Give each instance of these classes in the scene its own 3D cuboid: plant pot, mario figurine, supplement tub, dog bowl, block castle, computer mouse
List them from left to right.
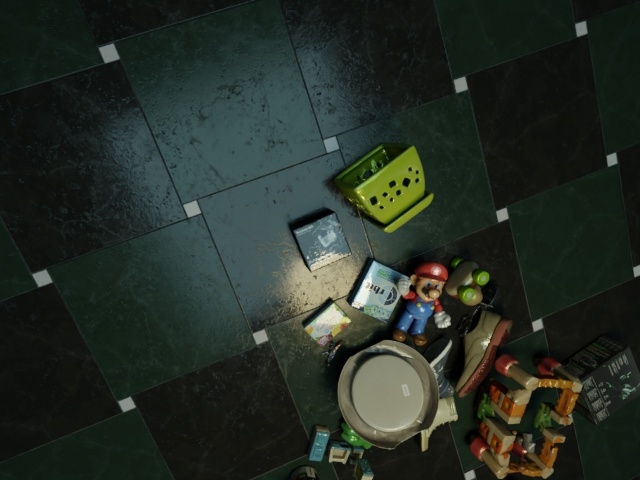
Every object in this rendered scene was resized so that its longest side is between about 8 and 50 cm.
[{"bbox_3d":[-0.047,0.934,1.462,0.117,0.190,0.117,-2,101,-11],"label":"supplement tub"},{"bbox_3d":[0.208,-0.164,1.291,0.227,0.228,0.207,-37,113,-3],"label":"plant pot"},{"bbox_3d":[0.231,0.534,1.414,0.348,0.102,0.349,1,70,-2],"label":"dog bowl"},{"bbox_3d":[0.358,0.225,1.404,0.198,0.170,0.321,-5,117,-43],"label":"mario figurine"},{"bbox_3d":[0.606,0.270,1.531,0.041,0.071,0.242,35,94,-25],"label":"computer mouse"},{"bbox_3d":[0.779,0.675,1.574,0.303,0.213,0.453,9,101,-17],"label":"block castle"}]

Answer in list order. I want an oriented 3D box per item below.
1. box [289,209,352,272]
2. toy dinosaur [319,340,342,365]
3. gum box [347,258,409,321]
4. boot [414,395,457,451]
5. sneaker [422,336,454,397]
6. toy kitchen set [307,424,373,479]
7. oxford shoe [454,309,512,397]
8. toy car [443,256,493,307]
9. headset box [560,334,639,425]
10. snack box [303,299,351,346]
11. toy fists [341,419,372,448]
[{"bbox_3d":[0.000,0.000,1.343,0.156,0.093,0.158,-24,103,-6],"label":"box"},{"bbox_3d":[0.045,0.417,1.461,0.090,0.047,0.082,-9,121,-20],"label":"toy dinosaur"},{"bbox_3d":[0.209,0.180,1.446,0.157,0.041,0.184,26,95,-15],"label":"gum box"},{"bbox_3d":[0.454,0.718,1.582,0.165,0.077,0.213,-5,99,-12],"label":"boot"},{"bbox_3d":[0.463,0.491,1.532,0.163,0.086,0.226,36,94,-13],"label":"sneaker"},{"bbox_3d":[0.076,0.791,1.472,0.207,0.166,0.122,13,98,-14],"label":"toy kitchen set"},{"bbox_3d":[0.595,0.430,1.538,0.348,0.130,0.123,-59,142,-2],"label":"oxford shoe"},{"bbox_3d":[0.553,0.177,1.465,0.188,0.155,0.149,40,91,-25],"label":"toy car"},{"bbox_3d":[1.165,0.569,1.667,0.283,0.131,0.246,-33,105,-4],"label":"headset box"},{"bbox_3d":[0.023,0.295,1.432,0.141,0.037,0.100,-42,104,-1],"label":"snack box"},{"bbox_3d":[0.191,0.649,1.506,0.142,0.096,0.279,38,93,-13],"label":"toy fists"}]
